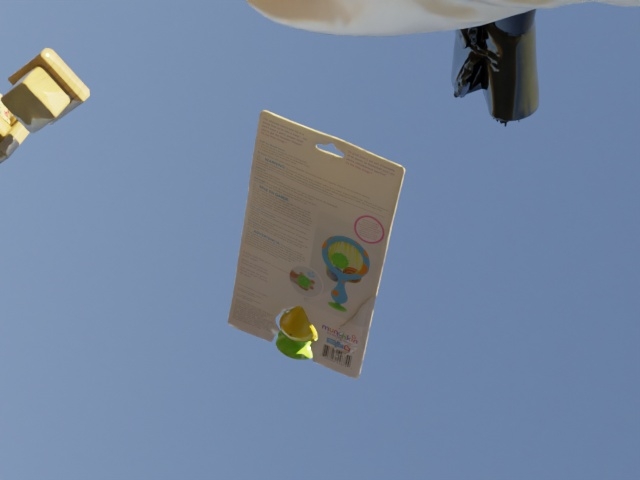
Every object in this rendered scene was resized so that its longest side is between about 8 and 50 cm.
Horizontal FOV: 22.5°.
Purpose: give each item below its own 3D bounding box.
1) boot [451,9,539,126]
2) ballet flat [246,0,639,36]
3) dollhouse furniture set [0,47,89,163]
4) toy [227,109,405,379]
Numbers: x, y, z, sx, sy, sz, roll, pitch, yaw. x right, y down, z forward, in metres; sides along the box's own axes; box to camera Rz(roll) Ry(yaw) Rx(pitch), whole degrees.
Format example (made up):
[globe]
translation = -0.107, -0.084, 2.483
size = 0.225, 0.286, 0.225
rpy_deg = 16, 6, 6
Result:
[boot]
translation = 0.147, -0.257, 1.637
size = 0.094, 0.207, 0.246
rpy_deg = -21, -130, -17
[ballet flat]
translation = 0.117, -0.194, 0.908
size = 0.400, 0.139, 0.139
rpy_deg = 4, -102, 24
[dollhouse furniture set]
translation = -0.348, -0.190, 1.239
size = 0.355, 0.303, 0.174
rpy_deg = -24, -156, 43
[toy]
translation = 0.000, 0.000, 1.425
size = 0.137, 0.056, 0.237
rpy_deg = 23, -55, 15
